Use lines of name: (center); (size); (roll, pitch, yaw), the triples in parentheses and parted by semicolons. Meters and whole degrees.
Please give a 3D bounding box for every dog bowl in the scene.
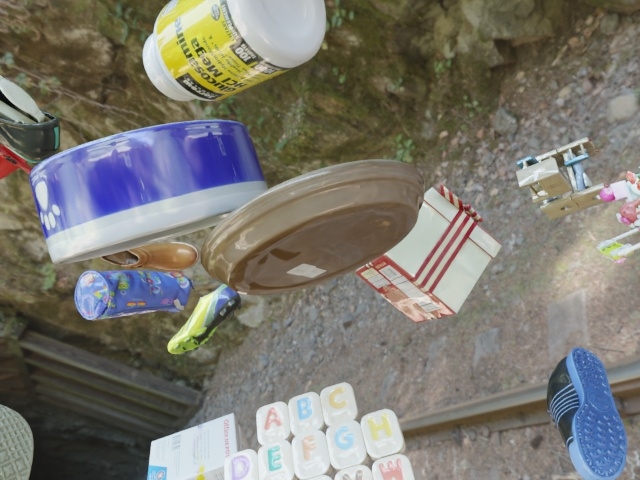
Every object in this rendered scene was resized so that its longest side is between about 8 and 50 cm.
dog bowl: (-0.200, -0.057, 0.608); (0.265, 0.265, 0.104); (174, 80, -75)

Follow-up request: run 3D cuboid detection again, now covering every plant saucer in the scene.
plant saucer: (0.000, 0.000, 0.583); (0.278, 0.278, 0.041); (-49, 57, 53)

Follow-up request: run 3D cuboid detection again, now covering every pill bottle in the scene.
pill bottle: (-0.167, -0.353, 0.855); (0.334, 0.188, 0.187); (-5, 60, 45)

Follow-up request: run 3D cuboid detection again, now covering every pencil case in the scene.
pencil case: (-0.481, 0.143, 1.307); (0.119, 0.133, 0.306); (-57, -27, 14)

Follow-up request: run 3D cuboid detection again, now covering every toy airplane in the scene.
toy airplane: (-0.554, -0.136, 0.917); (0.028, 0.151, 0.151); (50, 119, 46)

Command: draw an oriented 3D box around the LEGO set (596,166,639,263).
LEGO set: (0.369, -0.046, 0.567); (0.107, 0.287, 0.132); (-28, 66, 17)

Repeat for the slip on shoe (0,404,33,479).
slip on shoe: (-0.402, 0.310, 0.484); (0.101, 0.123, 0.331); (-29, 32, 20)

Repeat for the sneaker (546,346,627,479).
sneaker: (0.398, 0.275, 0.757); (0.232, 0.081, 0.090); (-58, -11, -50)

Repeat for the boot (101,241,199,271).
boot: (-0.391, 0.039, 1.138); (0.152, 0.197, 0.072); (122, 145, -87)

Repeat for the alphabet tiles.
alphabet tiles: (-0.008, 0.350, 0.724); (0.278, 0.284, 0.021); (-102, -9, -46)

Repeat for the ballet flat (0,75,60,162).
ballet flat: (-0.524, -0.231, 0.746); (0.096, 0.280, 0.095); (-46, 22, 33)

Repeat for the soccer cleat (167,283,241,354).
soccer cleat: (-0.386, 0.254, 1.615); (0.289, 0.121, 0.093); (-42, -32, -3)

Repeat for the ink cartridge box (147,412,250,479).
ink cartridge box: (-0.304, 0.603, 1.287); (0.171, 0.233, 0.168); (-118, 12, -64)

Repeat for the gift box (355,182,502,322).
gift box: (0.260, 0.020, 1.239); (0.258, 0.276, 0.255); (-50, 6, -22)

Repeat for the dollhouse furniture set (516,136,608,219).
dollhouse furniture set: (0.490, -0.149, 1.005); (0.129, 0.184, 0.129); (-23, 56, 35)
